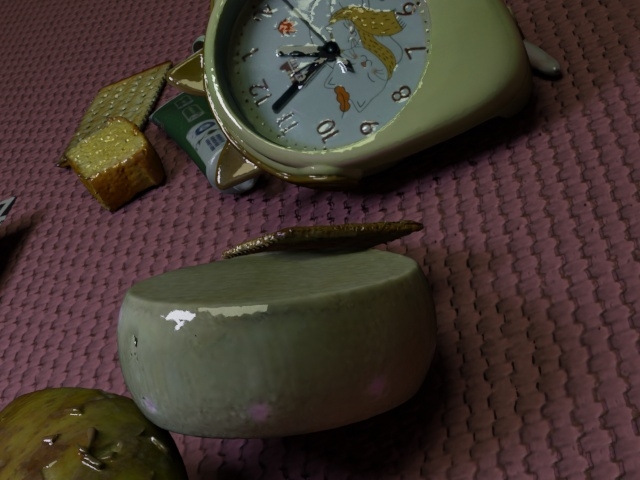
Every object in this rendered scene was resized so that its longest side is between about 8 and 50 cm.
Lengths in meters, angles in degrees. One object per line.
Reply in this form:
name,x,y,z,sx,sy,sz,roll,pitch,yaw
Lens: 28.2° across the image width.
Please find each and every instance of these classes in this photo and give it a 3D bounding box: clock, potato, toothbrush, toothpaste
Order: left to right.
potato,-0.202,0.198,1.005,0.176,0.141,0.298,-31,27,-25
toothpaste,-0.137,-0.127,1.556,0.099,0.061,0.392,-32,25,-4
clock,0.019,-0.193,1.319,0.348,0.286,0.117,-28,-15,11
toothbrush,0.199,-0.237,1.446,0.025,0.029,0.307,-25,28,-6

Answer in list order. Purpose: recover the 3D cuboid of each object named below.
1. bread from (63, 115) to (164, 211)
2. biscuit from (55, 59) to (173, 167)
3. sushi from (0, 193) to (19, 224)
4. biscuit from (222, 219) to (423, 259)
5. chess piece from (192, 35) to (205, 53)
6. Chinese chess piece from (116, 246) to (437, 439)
bread,-0.262,-0.101,1.625,0.103,0.065,0.187,-37,30,-10
biscuit,-0.294,-0.184,1.834,0.139,0.016,0.231,-19,30,19
sushi,-0.478,0.065,1.577,0.192,0.043,0.279,-20,30,18
biscuit,0.000,0.001,1.149,0.144,0.016,0.203,-3,-5,-16
chess piece,-0.146,-0.296,1.857,0.042,0.042,0.093,-5,30,38
Chinese chess piece,-0.033,0.073,0.999,0.250,0.101,0.250,-6,10,1
